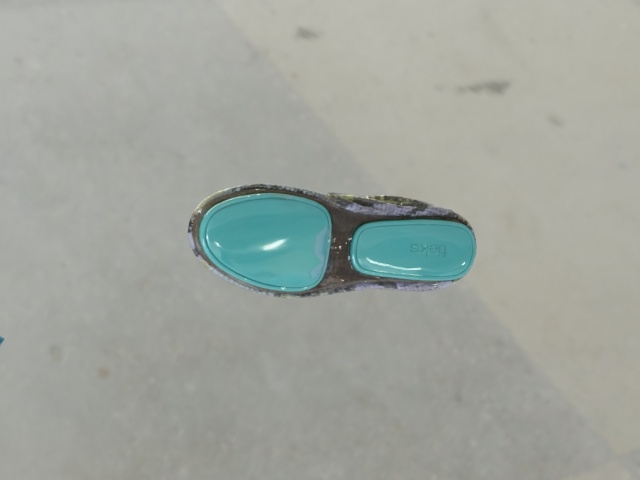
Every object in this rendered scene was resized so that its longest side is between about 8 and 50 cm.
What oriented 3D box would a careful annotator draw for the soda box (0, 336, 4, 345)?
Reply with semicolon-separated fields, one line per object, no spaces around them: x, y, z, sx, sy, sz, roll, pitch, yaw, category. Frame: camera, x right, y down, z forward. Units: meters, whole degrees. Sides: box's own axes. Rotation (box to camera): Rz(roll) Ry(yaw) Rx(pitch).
-0.223;0.086;0.723;0.071;0.067;0.210;32;21;1;soda box

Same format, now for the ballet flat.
0.000;0.000;0.576;0.114;0.041;0.041;5;40;-28;ballet flat
